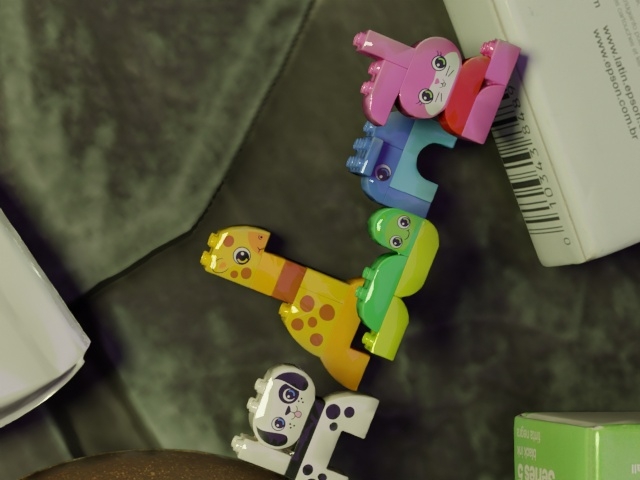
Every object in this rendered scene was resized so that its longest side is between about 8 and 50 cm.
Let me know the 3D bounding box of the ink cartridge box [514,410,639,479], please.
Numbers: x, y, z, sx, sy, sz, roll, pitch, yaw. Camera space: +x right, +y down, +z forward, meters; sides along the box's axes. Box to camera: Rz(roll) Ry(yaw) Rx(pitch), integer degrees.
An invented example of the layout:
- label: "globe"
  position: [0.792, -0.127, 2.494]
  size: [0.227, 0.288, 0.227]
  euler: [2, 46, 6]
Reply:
- label: "ink cartridge box"
  position: [0.202, 0.221, 0.829]
  size: [0.198, 0.115, 0.273]
  euler: [1, 87, -13]

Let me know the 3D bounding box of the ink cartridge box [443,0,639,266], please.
- label: "ink cartridge box"
  position: [0.203, -0.193, 0.867]
  size: [0.330, 0.071, 0.324]
  euler: [-21, 93, -20]

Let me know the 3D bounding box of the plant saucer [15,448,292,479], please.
- label: "plant saucer"
  position: [-0.077, 0.254, 0.796]
  size: [0.310, 0.050, 0.311]
  euler: [0, 89, -13]

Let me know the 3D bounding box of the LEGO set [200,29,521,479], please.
- label: "LEGO set"
  position: [0.000, 0.000, 0.807]
  size: [0.093, 0.087, 0.227]
  euler: [22, 90, -9]

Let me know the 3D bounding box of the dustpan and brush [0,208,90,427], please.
- label: "dustpan and brush"
  position: [-0.229, 0.055, 0.768]
  size: [0.211, 0.060, 0.147]
  euler: [-33, 84, -19]
